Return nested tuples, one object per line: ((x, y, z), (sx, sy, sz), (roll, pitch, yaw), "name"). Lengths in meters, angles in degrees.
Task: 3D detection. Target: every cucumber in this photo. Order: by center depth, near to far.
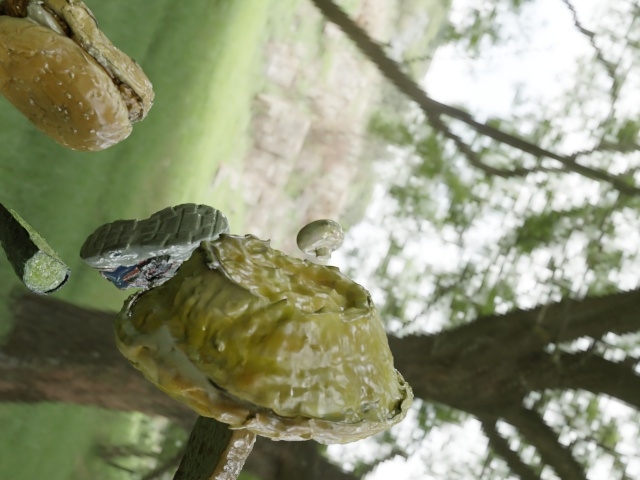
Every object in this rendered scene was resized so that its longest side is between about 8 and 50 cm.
((-0.450, 0.011, 1.997), (0.062, 0.078, 0.211), (-51, -141, -2), "cucumber")

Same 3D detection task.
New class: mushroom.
((0.000, 0.000, 2.274), (0.083, 0.083, 0.067), (128, -43, -65), "mushroom")

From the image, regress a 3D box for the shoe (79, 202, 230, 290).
((-0.233, 0.028, 1.957), (0.099, 0.227, 0.125), (-81, 157, -54), "shoe")

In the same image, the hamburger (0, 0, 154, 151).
((-0.410, -0.263, 2.093), (0.144, 0.283, 0.259), (-49, -162, -24), "hamburger")

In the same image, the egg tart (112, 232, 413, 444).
((-0.047, 0.093, 1.412), (0.345, 0.345, 0.132), (-94, -157, -73), "egg tart")

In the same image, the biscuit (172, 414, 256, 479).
((-0.159, 0.315, 1.709), (0.320, 0.047, 0.183), (-60, -165, 18), "biscuit")
